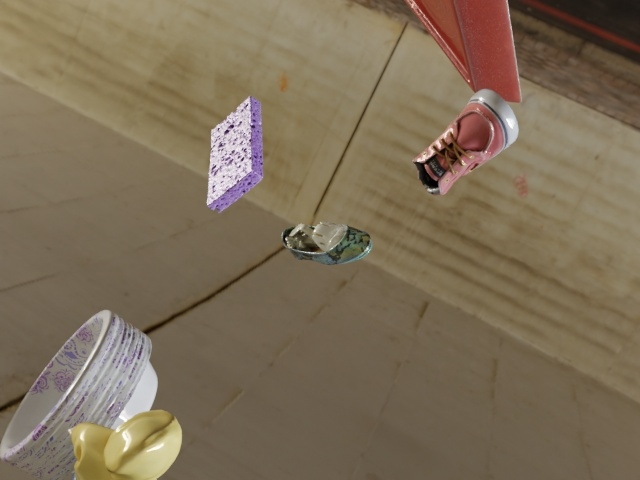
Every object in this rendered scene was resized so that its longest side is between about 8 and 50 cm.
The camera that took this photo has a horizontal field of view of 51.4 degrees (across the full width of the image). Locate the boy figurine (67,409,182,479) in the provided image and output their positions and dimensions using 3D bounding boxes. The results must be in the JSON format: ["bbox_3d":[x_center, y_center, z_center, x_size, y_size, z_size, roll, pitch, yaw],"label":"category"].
[{"bbox_3d":[-0.275,0.308,0.887,0.177,0.285,0.092,48,-142,14],"label":"boy figurine"}]

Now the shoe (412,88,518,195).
[{"bbox_3d":[0.154,-0.098,0.728,0.063,0.081,0.178,51,175,7],"label":"shoe"}]

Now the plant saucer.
[{"bbox_3d":[0.131,-0.300,0.753,0.258,0.048,0.259,64,-173,30],"label":"plant saucer"}]

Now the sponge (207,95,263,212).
[{"bbox_3d":[-0.155,-0.159,1.211,0.031,0.117,0.210,33,-144,-35],"label":"sponge"}]

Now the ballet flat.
[{"bbox_3d":[0.000,0.000,1.026,0.070,0.070,0.188,18,166,-34],"label":"ballet flat"}]

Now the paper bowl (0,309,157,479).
[{"bbox_3d":[-0.387,0.270,1.118,0.148,0.284,0.284,41,-174,-21],"label":"paper bowl"}]
